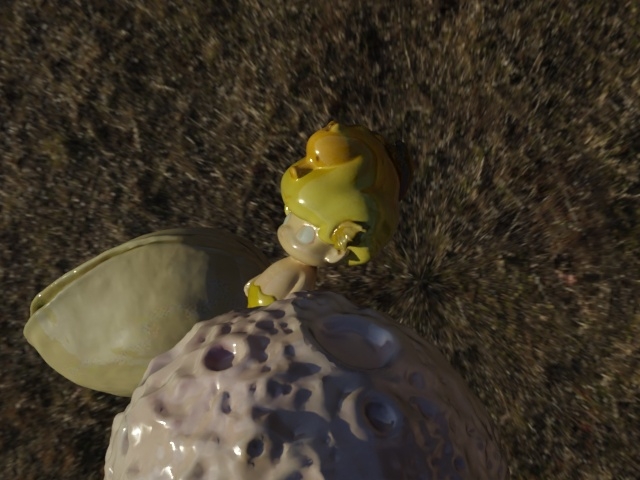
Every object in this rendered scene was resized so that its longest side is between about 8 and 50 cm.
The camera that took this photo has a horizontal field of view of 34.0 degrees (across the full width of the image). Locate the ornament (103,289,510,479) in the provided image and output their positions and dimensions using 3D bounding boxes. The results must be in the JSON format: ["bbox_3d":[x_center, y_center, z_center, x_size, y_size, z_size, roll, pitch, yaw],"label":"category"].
[{"bbox_3d":[-0.016,0.165,0.652,0.259,0.259,0.225,42,59,6],"label":"ornament"}]

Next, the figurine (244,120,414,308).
[{"bbox_3d":[0.000,0.000,1.015,0.131,0.156,0.246,27,99,-33],"label":"figurine"}]

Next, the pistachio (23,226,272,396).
[{"bbox_3d":[-0.205,0.089,1.276,0.332,0.226,0.207,-13,47,17],"label":"pistachio"}]
